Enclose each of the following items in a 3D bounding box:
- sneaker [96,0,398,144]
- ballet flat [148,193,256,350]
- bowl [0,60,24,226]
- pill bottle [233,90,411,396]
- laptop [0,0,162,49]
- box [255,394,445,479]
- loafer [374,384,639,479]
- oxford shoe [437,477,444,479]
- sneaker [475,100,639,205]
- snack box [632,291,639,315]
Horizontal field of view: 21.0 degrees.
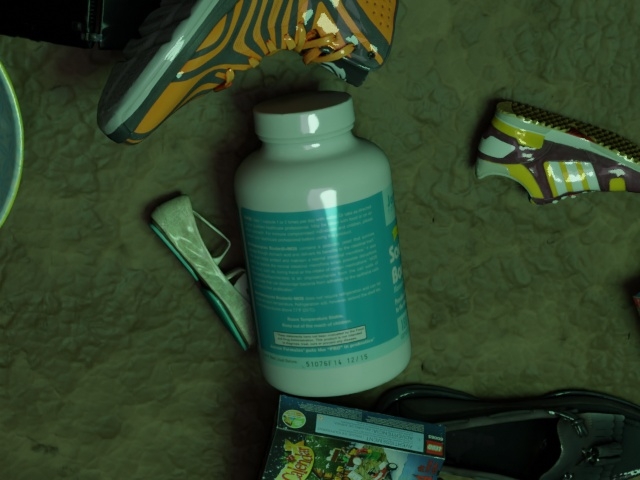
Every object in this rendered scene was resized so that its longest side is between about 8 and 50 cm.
[{"bbox_3d":[-0.043,-0.173,1.514,0.180,0.124,0.321,44,77,-21],"label":"sneaker"},{"bbox_3d":[-0.097,0.029,1.631,0.052,0.057,0.168,-38,108,-8],"label":"ballet flat"},{"bbox_3d":[-0.400,-0.102,1.491,0.289,0.156,0.290,-2,106,-8],"label":"bowl"},{"bbox_3d":[0.000,0.000,1.589,0.146,0.146,0.264,-9,108,-6],"label":"pill bottle"},{"bbox_3d":[-0.202,-0.297,1.543,0.264,0.136,0.234,10,105,15],"label":"laptop"},{"bbox_3d":[0.015,0.253,1.654,0.159,0.044,0.233,10,132,-5],"label":"box"},{"bbox_3d":[0.204,0.208,1.706,0.302,0.095,0.109,6,104,-11],"label":"loafer"},{"bbox_3d":[0.128,0.408,1.741,0.130,0.123,0.348,-15,106,1],"label":"oxford shoe"},{"bbox_3d":[0.239,-0.068,1.656,0.185,0.069,0.084,20,110,-8],"label":"sneaker"},{"bbox_3d":[0.423,0.105,1.703,0.174,0.070,0.207,-32,111,-20],"label":"snack box"}]
